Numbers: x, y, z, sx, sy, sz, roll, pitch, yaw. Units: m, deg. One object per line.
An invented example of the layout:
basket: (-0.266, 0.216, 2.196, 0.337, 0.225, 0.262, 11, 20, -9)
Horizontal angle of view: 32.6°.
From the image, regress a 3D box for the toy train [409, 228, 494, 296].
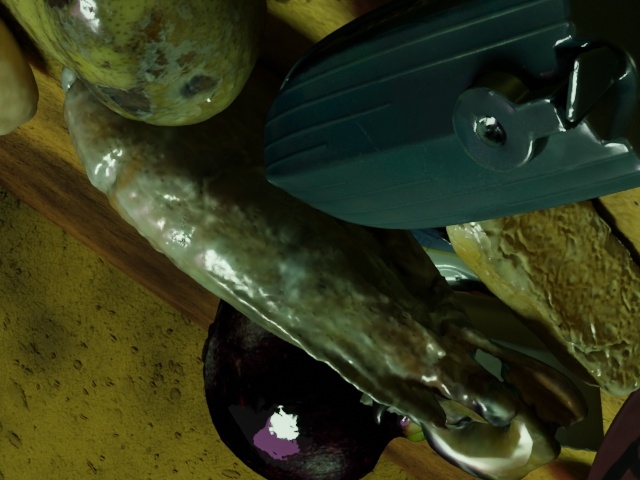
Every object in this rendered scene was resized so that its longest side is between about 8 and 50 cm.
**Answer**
toy train: (0.081, 0.008, 0.965, 0.234, 0.051, 0.052, 28, 170, 25)

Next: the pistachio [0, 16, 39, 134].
pistachio: (-0.434, -0.208, 1.192, 0.193, 0.214, 0.318, -15, 159, 13)

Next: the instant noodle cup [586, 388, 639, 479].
instant noodle cup: (0.306, 0.195, 0.742, 0.178, 0.235, 0.235, 26, 168, -8)

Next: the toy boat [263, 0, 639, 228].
toy boat: (0.063, -0.071, 0.557, 0.296, 0.122, 0.114, -7, 116, 56)

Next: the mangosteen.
mangosteen: (0.028, 0.133, 1.158, 0.302, 0.275, 0.275, 1, 161, 6)

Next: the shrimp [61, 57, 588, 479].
shrimp: (0.000, 0.000, 0.783, 0.446, 0.221, 0.110, 45, 126, 3)

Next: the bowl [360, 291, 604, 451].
bowl: (0.148, 0.108, 0.949, 0.211, 0.112, 0.211, 11, 174, 1)

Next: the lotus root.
lotus root: (-0.110, -0.163, 0.605, 0.154, 0.154, 0.278, 30, 171, 21)

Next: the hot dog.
hot dog: (0.158, 0.019, 0.746, 0.242, 0.084, 0.073, 42, 167, -36)
